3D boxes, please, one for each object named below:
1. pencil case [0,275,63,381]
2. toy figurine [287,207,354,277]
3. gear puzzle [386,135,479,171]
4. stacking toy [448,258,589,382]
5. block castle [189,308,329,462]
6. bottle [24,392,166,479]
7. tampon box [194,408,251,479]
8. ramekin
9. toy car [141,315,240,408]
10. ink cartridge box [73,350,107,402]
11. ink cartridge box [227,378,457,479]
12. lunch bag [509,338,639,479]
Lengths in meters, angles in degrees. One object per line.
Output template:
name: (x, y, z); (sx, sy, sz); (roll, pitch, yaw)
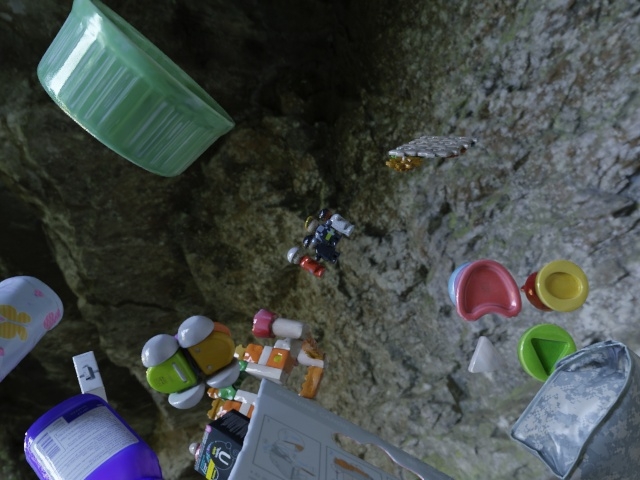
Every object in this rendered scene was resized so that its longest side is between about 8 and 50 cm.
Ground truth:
pencil case: (-0.497, 0.155, 0.672); (0.124, 0.113, 0.273); (-37, 18, 7)
toy figurine: (0.000, 0.000, 1.587); (0.213, 0.148, 0.210); (-40, -22, -57)
gear puzzle: (0.279, -0.219, 1.169); (0.175, 0.044, 0.339); (10, 26, 33)
stacking toy: (0.457, 0.184, 1.094); (0.308, 0.280, 0.130); (5, -9, -2)
block castle: (-0.163, 0.455, 1.303); (0.212, 0.453, 0.303); (5, -34, 25)
bottle: (-0.270, 0.309, 0.585); (0.118, 0.282, 0.092); (-35, -48, -39)
tampon box: (-0.175, 0.478, 1.012); (0.101, 0.161, 0.121); (-6, -65, -65)
ramekin: (-0.309, -0.248, 0.777); (0.148, 0.303, 0.303); (-47, -24, 7)
toy car: (-0.262, 0.233, 0.932); (0.182, 0.159, 0.136); (-28, 21, -6)
ink cartridge box: (-0.668, 0.408, 1.325); (0.056, 0.135, 0.099); (-16, -43, -30)
ink cartridge box: (0.037, 0.304, 0.352); (0.091, 0.308, 0.385); (-59, 5, 13)
lunch bag: (0.566, 0.358, 0.909); (0.287, 0.235, 0.169); (-53, 20, -2)
